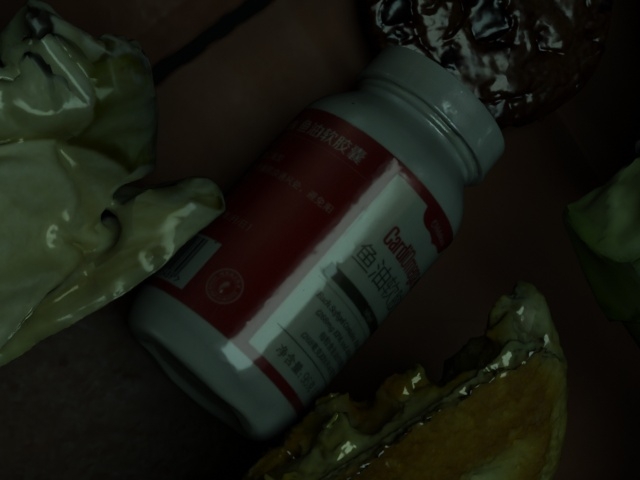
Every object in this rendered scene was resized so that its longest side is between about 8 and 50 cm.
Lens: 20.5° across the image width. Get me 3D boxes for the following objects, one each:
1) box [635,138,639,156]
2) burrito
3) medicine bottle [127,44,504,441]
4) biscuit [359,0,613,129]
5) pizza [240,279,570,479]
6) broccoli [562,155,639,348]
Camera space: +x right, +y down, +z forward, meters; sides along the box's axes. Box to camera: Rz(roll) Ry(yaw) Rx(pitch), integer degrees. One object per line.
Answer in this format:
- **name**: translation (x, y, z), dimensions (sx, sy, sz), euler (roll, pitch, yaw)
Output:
- **box**: translation (0.311, -0.149, 1.199), dimensions (0.291, 0.262, 0.206), euler (1, 73, -28)
- **burrito**: translation (-0.230, 0.006, 1.041), dimensions (0.332, 0.135, 0.190), euler (-40, 107, -18)
- **medicine bottle**: translation (0.000, 0.000, 1.129), dimensions (0.131, 0.131, 0.250), euler (46, 76, -15)
- **biscuit**: translation (0.116, -0.169, 1.217), dimensions (0.192, 0.049, 0.192), euler (1, 88, -24)
- **pizza**: translation (0.063, 0.184, 1.125), dimensions (0.258, 0.087, 0.268), euler (-31, 132, -9)
- **broccoli**: translation (0.326, 0.132, 1.086), dimensions (0.353, 0.275, 0.397), euler (-2, 112, 2)
